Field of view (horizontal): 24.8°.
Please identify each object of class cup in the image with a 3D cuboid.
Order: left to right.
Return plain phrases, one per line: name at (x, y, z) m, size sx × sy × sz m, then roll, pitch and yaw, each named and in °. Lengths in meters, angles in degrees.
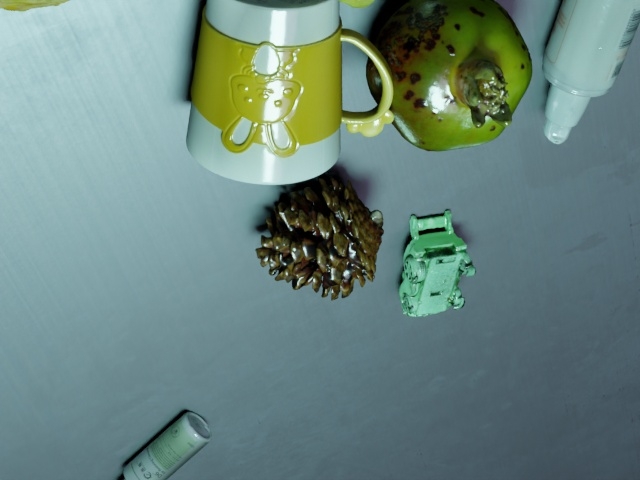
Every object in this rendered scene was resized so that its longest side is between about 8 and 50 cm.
cup at (-0.032, -0.193, 1.667) m, size 0.241 × 0.185 × 0.226 m, roll 4°, pitch 124°, yaw 0°

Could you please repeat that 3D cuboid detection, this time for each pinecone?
pinecone at (0.000, 0.000, 1.891) m, size 0.173 × 0.173 × 0.173 m, roll -13°, pitch 134°, yaw -14°

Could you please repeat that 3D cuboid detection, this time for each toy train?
toy train at (0.156, 0.040, 2.056) m, size 0.099 × 0.081 × 0.149 m, roll -9°, pitch 139°, yaw -18°

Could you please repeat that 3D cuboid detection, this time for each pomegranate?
pomegranate at (0.162, -0.184, 1.729) m, size 0.198 × 0.246 × 0.198 m, roll -13°, pitch 139°, yaw -12°

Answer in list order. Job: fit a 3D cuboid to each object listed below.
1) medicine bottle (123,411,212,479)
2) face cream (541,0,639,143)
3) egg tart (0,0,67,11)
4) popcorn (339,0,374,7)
medicine bottle at (-0.247, 0.333, 2.142) m, size 0.199 × 0.057 × 0.057 m, roll -41°, pitch 134°, yaw 15°
face cream at (0.338, -0.237, 1.869) m, size 0.101 × 0.101 × 0.251 m, roll -4°, pitch 132°, yaw -23°
egg tart at (-0.302, -0.342, 1.467) m, size 0.241 × 0.106 × 0.241 m, roll -13°, pitch 136°, yaw -12°
popcorn at (0.041, -0.372, 1.513) m, size 0.192 × 0.233 × 0.266 m, roll -25°, pitch 138°, yaw -20°
